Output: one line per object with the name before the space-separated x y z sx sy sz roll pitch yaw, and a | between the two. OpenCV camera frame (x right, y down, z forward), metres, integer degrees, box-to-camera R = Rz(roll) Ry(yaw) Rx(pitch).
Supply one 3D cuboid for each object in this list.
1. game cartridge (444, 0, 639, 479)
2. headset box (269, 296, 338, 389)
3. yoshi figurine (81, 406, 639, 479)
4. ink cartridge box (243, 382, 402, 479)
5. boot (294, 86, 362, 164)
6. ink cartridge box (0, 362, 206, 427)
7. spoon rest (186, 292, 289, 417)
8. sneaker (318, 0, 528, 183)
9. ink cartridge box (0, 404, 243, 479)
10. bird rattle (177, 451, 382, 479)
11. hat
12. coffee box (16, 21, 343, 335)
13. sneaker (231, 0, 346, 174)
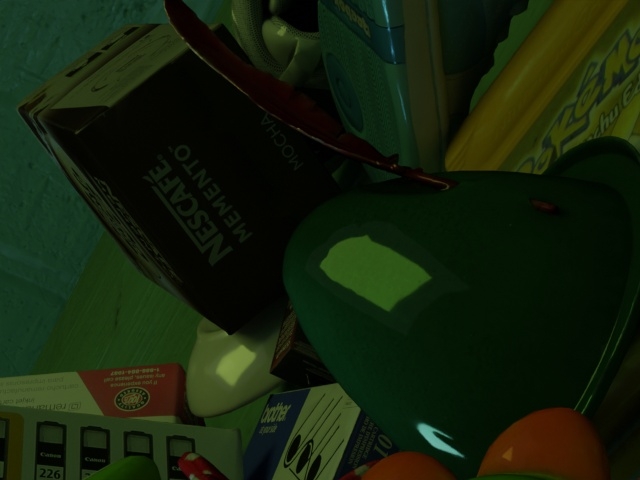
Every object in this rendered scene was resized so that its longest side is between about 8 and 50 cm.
game cartridge | 0.131 -0.037 0.674 0.285 0.053 0.323 -55 17 36
headset box | 0.008 0.061 0.948 0.032 0.062 0.083 -52 17 44
yoshi figurine | -0.018 0.172 0.412 0.362 0.203 0.203 -14 5 23
ink cartridge box | -0.001 0.134 0.880 0.097 0.046 0.207 -67 12 -14
boot | 0.027 -0.103 1.069 0.045 0.121 0.099 -82 15 -46
ink cartridge box | -0.166 0.199 1.054 0.092 0.159 0.218 78 -171 -50
spoon rest | -0.043 0.059 1.106 0.137 0.084 0.276 -35 17 -2
sneaker | 0.107 -0.162 0.893 0.127 0.208 0.319 54 159 43
ink cartridge box | -0.204 0.177 0.865 0.272 0.309 0.130 -98 22 -44
bird rattle | -0.035 0.219 0.659 0.253 0.143 0.207 -101 14 -63
hat | 0.000 0.000 0.602 0.173 0.184 0.208 -65 12 -5
coffee box | -0.104 -0.055 1.097 0.119 0.168 0.297 -38 16 -10
sneaker | 0.019 -0.236 1.224 0.210 0.137 0.365 107 179 -71
